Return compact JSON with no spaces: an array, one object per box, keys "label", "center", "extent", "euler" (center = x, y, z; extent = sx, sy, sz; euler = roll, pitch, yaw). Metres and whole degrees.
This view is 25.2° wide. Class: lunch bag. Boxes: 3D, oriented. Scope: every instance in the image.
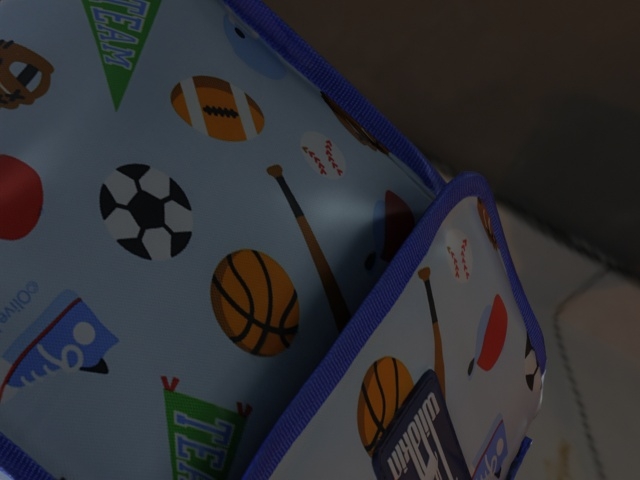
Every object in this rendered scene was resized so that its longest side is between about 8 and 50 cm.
[{"label":"lunch bag","center":[-0.069,0.066,0.736],"extent":[0.385,0.239,0.328],"euler":[44,-132,-9]}]
